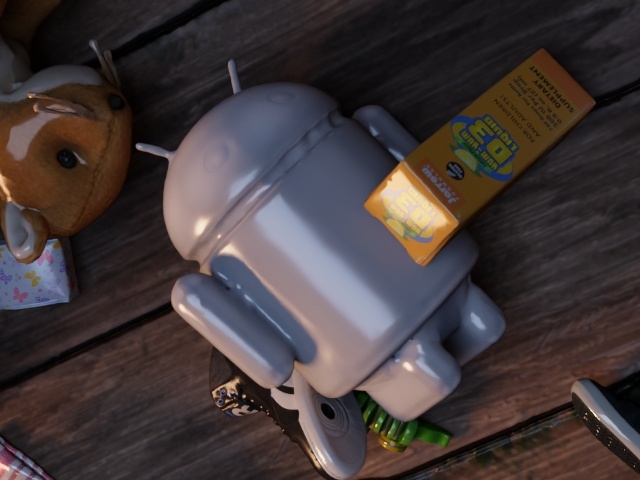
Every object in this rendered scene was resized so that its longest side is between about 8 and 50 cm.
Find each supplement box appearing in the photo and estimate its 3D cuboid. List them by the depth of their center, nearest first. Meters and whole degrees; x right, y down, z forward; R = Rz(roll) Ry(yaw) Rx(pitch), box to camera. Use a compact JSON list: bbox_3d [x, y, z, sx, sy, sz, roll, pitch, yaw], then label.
[{"bbox_3d":[0.142,-0.076,1.445,0.078,0.233,0.080,47,142,4],"label":"supplement box"}]

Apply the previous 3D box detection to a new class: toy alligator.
[{"bbox_3d":[0.036,0.156,1.601,0.189,0.051,0.056,27,104,10],"label":"toy alligator"}]

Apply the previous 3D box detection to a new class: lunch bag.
[{"bbox_3d":[-0.292,0.030,1.673,0.083,0.053,0.071,-10,98,7],"label":"lunch bag"}]

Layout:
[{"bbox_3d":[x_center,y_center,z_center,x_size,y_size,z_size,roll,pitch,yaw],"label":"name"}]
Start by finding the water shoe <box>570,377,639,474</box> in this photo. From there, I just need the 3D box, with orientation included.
[{"bbox_3d":[0.323,0.184,1.530,0.203,0.073,0.080,41,79,7],"label":"water shoe"}]

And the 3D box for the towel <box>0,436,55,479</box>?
[{"bbox_3d":[-0.306,0.314,1.729,0.197,0.029,0.144,38,105,7],"label":"towel"}]

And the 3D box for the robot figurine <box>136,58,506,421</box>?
[{"bbox_3d":[0.000,0.000,1.495,0.353,0.300,0.200,46,146,1],"label":"robot figurine"}]

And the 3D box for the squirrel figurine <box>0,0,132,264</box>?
[{"bbox_3d":[-0.377,-0.117,1.589,0.370,0.281,0.397,43,109,-6],"label":"squirrel figurine"}]

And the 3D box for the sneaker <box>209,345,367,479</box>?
[{"bbox_3d":[-0.038,0.157,1.581,0.121,0.079,0.217,-42,52,28],"label":"sneaker"}]
